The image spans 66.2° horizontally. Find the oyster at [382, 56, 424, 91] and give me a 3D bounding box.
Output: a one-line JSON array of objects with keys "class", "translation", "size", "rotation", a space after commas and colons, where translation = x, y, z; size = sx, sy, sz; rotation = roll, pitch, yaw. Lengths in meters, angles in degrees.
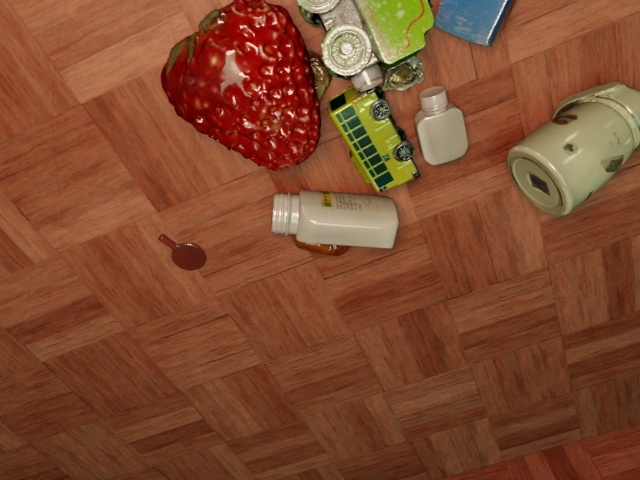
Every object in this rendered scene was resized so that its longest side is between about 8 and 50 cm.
[{"class": "oyster", "translation": [0.197, -0.394, 1.169], "size": [0.100, 0.037, 0.098], "rotation": [8, 91, -19]}]

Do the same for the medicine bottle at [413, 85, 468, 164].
[{"class": "medicine bottle", "translation": [0.299, -0.289, 1.237], "size": [0.119, 0.069, 0.183], "rotation": [-17, 124, 9]}]

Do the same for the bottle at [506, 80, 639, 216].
[{"class": "bottle", "translation": [0.651, -0.246, 1.201], "size": [0.351, 0.229, 0.229], "rotation": [-39, 120, -3]}]

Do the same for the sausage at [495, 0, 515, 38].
[{"class": "sausage", "translation": [0.396, -0.537, 1.080], "size": [0.077, 0.077, 0.194], "rotation": [15, 121, -13]}]

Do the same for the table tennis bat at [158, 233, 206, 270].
[{"class": "table tennis bat", "translation": [-0.405, 0.034, 1.431], "size": [0.098, 0.019, 0.154], "rotation": [-38, 120, 20]}]

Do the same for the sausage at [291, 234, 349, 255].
[{"class": "sausage", "translation": [0.000, 0.000, 1.396], "size": [0.179, 0.089, 0.089], "rotation": [10, 122, -13]}]

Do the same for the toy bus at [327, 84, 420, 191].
[{"class": "toy bus", "translation": [0.133, -0.254, 1.215], "size": [0.150, 0.128, 0.262], "rotation": [-27, 119, 14]}]

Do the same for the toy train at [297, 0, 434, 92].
[{"class": "toy train", "translation": [0.090, -0.476, 1.009], "size": [0.248, 0.173, 0.307], "rotation": [-24, 98, 10]}]

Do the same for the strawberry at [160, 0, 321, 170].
[{"class": "strawberry", "translation": [-0.146, -0.302, 1.050], "size": [0.317, 0.295, 0.345], "rotation": [-30, 102, 11]}]

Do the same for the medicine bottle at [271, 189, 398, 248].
[{"class": "medicine bottle", "translation": [0.032, -0.061, 1.301], "size": [0.323, 0.179, 0.124], "rotation": [5, 122, -8]}]

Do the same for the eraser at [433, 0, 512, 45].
[{"class": "eraser", "translation": [0.359, -0.581, 1.018], "size": [0.144, 0.042, 0.312], "rotation": [33, 121, 22]}]

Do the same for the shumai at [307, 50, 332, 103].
[{"class": "shumai", "translation": [-0.035, -0.374, 1.152], "size": [0.139, 0.105, 0.123], "rotation": [-45, 115, -5]}]
